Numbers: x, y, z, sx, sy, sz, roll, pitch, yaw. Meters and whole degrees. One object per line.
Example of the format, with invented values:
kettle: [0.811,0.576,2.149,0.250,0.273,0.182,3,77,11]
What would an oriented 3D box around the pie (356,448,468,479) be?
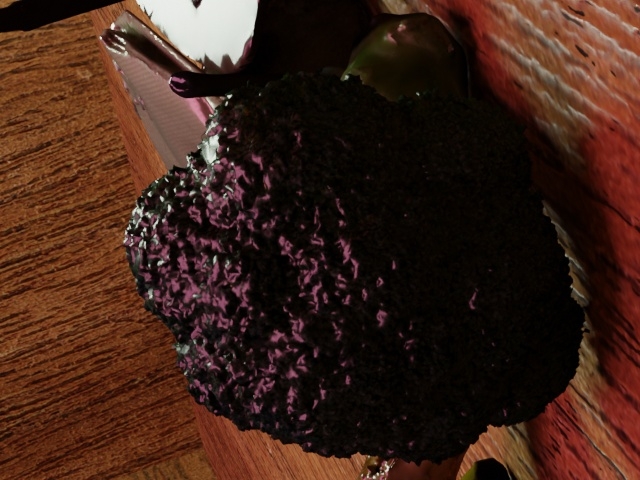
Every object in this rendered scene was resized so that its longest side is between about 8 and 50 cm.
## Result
pie: [0.058,0.180,1.330,0.282,0.068,0.128,-62,-1,26]

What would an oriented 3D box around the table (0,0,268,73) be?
table: [-0.211,-0.265,1.230,0.317,0.249,0.317,21,115,56]

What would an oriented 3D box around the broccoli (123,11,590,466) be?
broccoli: [0.034,0.002,1.118,0.297,0.298,0.297,-67,-22,-43]

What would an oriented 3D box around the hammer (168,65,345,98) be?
hammer: [-0.013,-0.105,1.235,0.103,0.246,0.029,6,97,32]

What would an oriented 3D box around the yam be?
yam: [-0.038,-0.142,1.522,0.280,0.131,0.131,143,109,-79]

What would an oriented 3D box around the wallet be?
wallet: [-0.051,-0.050,1.420,0.275,0.068,0.335,36,168,29]

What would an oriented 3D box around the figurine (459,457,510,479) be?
figurine: [0.122,0.308,1.318,0.327,0.169,0.218,-141,50,-68]
